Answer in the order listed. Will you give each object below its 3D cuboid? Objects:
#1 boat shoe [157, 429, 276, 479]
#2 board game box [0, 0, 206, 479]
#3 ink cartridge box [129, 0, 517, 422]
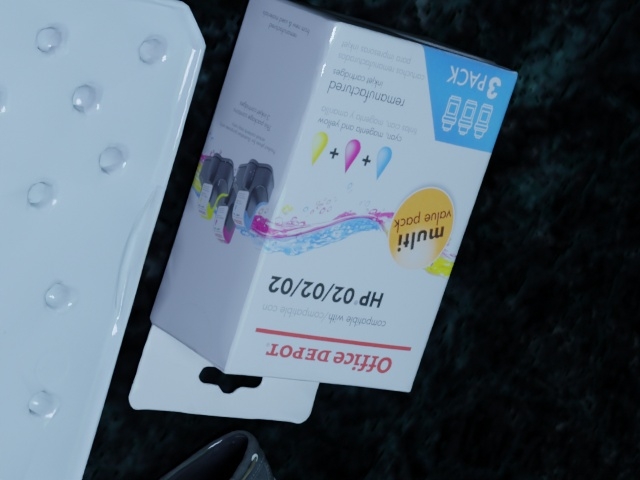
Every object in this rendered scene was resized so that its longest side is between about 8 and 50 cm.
[{"bbox_3d":[-0.077,0.126,0.750,0.142,0.049,0.040,-31,120,-32],"label":"boat shoe"},{"bbox_3d":[-0.254,0.070,0.579,0.390,0.050,0.390,9,104,-40],"label":"board game box"},{"bbox_3d":[0.000,0.000,0.742,0.104,0.061,0.181,9,103,-40],"label":"ink cartridge box"}]
